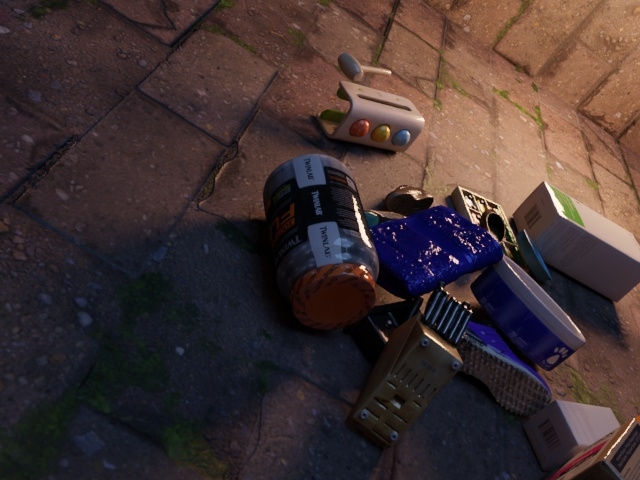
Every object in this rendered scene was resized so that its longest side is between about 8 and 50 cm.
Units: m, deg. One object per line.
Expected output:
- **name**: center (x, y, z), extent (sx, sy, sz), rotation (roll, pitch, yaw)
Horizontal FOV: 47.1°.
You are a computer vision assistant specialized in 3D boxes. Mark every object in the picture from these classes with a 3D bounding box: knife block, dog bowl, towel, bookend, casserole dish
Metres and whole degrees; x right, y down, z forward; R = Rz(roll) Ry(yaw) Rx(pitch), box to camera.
- **knife block**: center (0.163, 0.208, 1.320), extent (0.088, 0.276, 0.242), rotation (38, 7, -4)
- **dog bowl**: center (0.463, 0.161, 1.649), extent (0.265, 0.104, 0.265), rotation (41, 15, -13)
- **towel**: center (0.219, 0.012, 1.577), extent (0.308, 0.076, 0.227), rotation (-20, 38, -37)
- **bookend**: center (0.151, 0.202, 1.403), extent (0.157, 0.072, 0.156), rotation (-4, 52, -45)
- **casserole dish**: center (0.569, 0.045, 1.970), extent (0.188, 0.037, 0.114), rotation (40, 29, -50)

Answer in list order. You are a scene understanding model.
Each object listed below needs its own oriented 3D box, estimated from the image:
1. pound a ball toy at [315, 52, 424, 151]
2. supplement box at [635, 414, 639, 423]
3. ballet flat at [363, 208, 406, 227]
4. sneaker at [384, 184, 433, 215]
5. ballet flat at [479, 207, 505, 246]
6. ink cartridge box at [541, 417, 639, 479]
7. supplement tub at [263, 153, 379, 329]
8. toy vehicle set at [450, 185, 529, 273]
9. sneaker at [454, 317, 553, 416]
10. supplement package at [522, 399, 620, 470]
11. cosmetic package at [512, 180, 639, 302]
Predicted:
- **pound a ball toy**: center (0.144, -0.345, 1.931), extent (0.319, 0.208, 0.136), rotation (5, 45, -41)
- **supplement box**: center (0.787, 0.462, 1.731), extent (0.098, 0.036, 0.062), rotation (45, 33, 10)
- **ballet flat**: center (0.119, -0.039, 1.685), extent (0.206, 0.073, 0.067), rotation (9, 16, -41)
- **sneaker**: center (0.208, -0.106, 1.852), extent (0.071, 0.066, 0.188), rotation (39, 24, 33)
- **ballet flat**: center (0.450, -0.024, 1.905), extent (0.084, 0.058, 0.250), rotation (39, 33, 0)
- **ink cartridge box**: center (0.465, 0.431, 1.278), extent (0.088, 0.235, 0.193), rotation (50, 34, 16)
- **supplement tub**: center (0.000, 0.000, 1.392), extent (0.193, 0.193, 0.316), rotation (18, 37, -28)
- **toy vehicle set**: center (0.460, -0.026, 2.005), extent (0.166, 0.035, 0.267), rotation (20, 37, -26)
- **sneaker**: center (0.365, 0.239, 1.537), extent (0.293, 0.102, 0.146), rotation (36, 32, -4)
- **supplement package**: center (0.522, 0.401, 1.488), extent (0.179, 0.105, 0.105), rotation (15, 39, -31)
- **cosmetic package**: center (0.762, 0.006, 2.150), extent (0.365, 0.155, 0.197), rotation (25, 32, -18)
